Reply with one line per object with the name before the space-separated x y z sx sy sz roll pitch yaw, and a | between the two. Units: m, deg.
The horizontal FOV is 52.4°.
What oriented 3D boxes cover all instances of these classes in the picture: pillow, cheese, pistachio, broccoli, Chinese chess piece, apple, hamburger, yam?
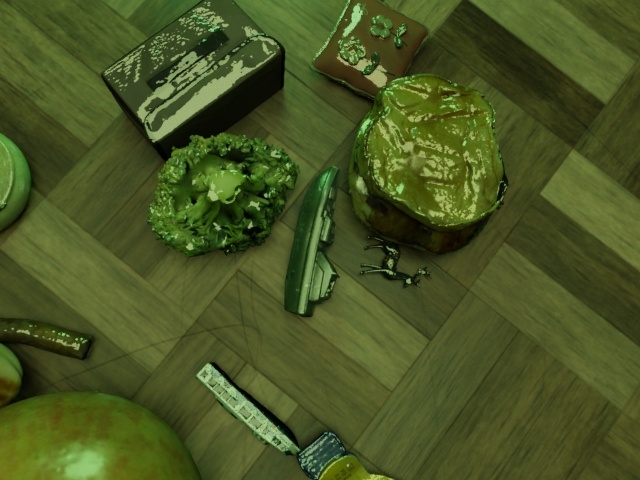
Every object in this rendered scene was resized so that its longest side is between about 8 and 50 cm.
pillow | 0.093 -0.346 1.159 0.171 0.075 0.179 27 78 0
cheese | 0.062 0.416 1.026 0.156 0.064 0.250 -35 88 -11
pistachio | -0.551 0.204 0.982 0.215 0.144 0.144 10 79 7
broccoli | -0.152 -0.076 1.046 0.226 0.176 0.198 -10 95 16
Chinese chess piece | -0.574 -0.096 1.062 0.188 0.083 0.189 0 82 -3
apple | -0.337 0.395 0.862 0.391 0.346 0.392 1 84 -7
hamburger | 0.182 -0.123 1.100 0.265 0.134 0.285 20 74 1
yam | -0.531 0.136 1.043 0.326 0.045 0.045 13 111 -1

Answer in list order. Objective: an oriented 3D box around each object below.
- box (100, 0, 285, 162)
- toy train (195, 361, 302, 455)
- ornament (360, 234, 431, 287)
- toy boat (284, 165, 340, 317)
box | -0.203 -0.262 1.070 0.252 0.188 0.153 -40 88 -7
toy train | -0.114 0.277 1.050 0.207 0.043 0.047 42 80 3
ornament | 0.133 0.040 1.119 0.125 0.028 0.073 14 80 0
toy boat | 0.000 0.000 1.089 0.085 0.078 0.261 9 80 15
